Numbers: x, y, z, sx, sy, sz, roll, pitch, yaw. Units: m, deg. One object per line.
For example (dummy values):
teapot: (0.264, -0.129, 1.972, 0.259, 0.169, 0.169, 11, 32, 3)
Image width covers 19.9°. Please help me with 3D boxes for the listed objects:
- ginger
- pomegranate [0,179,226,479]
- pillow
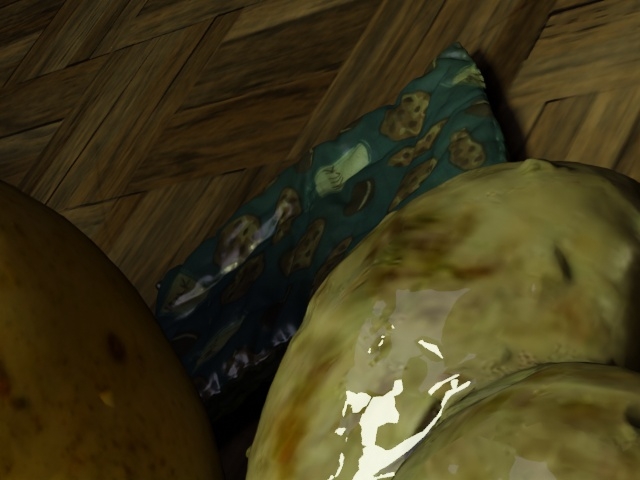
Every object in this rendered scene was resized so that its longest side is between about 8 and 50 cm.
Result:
ginger: (0.083, 0.100, 0.659, 0.244, 0.155, 0.304, -39, 33, -3)
pomegranate: (-0.237, 0.149, 0.767, 0.416, 0.416, 0.416, -35, 27, 21)
pillow: (-0.002, 0.000, 1.038, 0.255, 0.034, 0.189, -38, 26, 14)
